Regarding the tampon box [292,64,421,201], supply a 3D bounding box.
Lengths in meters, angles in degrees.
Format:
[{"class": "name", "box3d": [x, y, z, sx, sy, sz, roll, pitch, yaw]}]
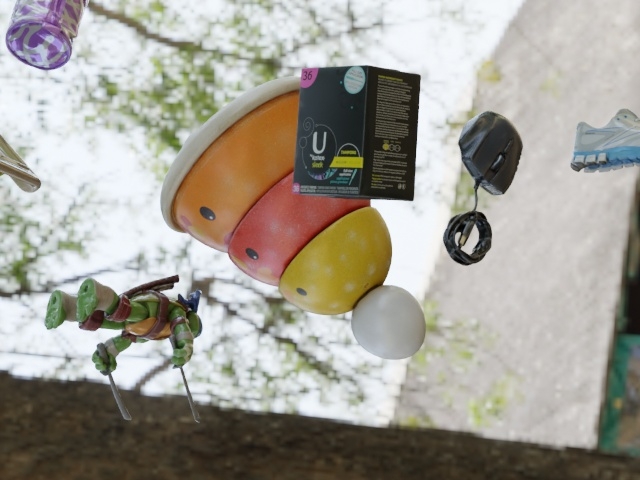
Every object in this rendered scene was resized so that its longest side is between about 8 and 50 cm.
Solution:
[{"class": "tampon box", "box3d": [0.045, -0.133, 1.685, 0.101, 0.120, 0.161, 3, -90, -45]}]

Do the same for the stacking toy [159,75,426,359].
[{"class": "stacking toy", "box3d": [0.000, 0.000, 2.205, 0.350, 0.480, 0.350, -36, -19, -15]}]

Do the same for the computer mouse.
[{"class": "computer mouse", "box3d": [0.168, -0.058, 1.368, 0.071, 0.041, 0.242, 47, -143, -22]}]

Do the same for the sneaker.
[{"class": "sneaker", "box3d": [0.435, -0.142, 1.843, 0.071, 0.191, 0.083, 36, -126, -69]}]

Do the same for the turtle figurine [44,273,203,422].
[{"class": "turtle figurine", "box3d": [-0.311, 0.178, 2.213, 0.266, 0.198, 0.274, 25, -88, -38]}]

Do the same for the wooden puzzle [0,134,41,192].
[{"class": "wooden puzzle", "box3d": [-0.407, -0.147, 1.434, 0.044, 0.221, 0.238, -42, -11, -3]}]

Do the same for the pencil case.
[{"class": "pencil case", "box3d": [-0.313, -0.300, 1.621, 0.086, 0.088, 0.206, 30, -130, -30]}]
